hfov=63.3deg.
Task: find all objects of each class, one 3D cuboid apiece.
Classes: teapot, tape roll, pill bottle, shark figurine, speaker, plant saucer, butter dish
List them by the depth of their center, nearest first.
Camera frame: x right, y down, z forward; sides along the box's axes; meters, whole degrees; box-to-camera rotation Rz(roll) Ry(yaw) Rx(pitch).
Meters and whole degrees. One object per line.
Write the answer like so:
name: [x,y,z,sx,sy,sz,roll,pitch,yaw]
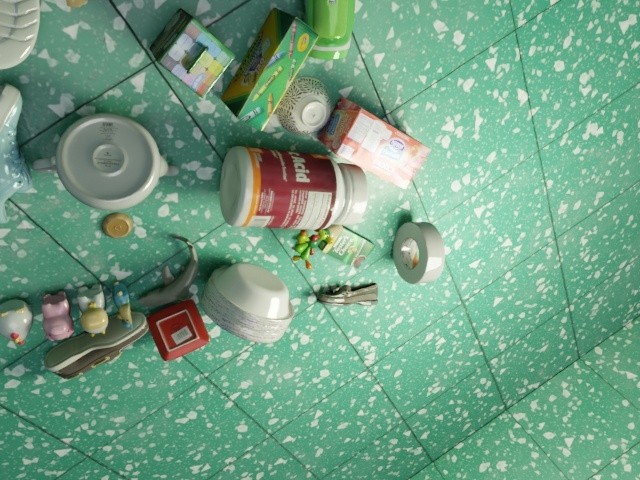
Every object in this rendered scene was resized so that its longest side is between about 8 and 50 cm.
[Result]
teapot: [-0.527,-0.186,1.293,0.256,0.187,0.252,44,75,-13]
speaker: [0.022,-0.621,1.312,0.131,0.131,0.296,-11,124,-20]
plant saucer: [-0.572,-0.038,1.462,0.084,0.015,0.083,-12,124,-18]
pill bottle: [-0.074,-0.145,1.505,0.393,0.224,0.224,1,119,-27]
shark figurine: [-0.416,0.119,1.579,0.166,0.116,0.278,22,110,-36]
butter dish: [-0.453,0.289,1.672,0.160,0.118,0.159,-23,83,-12]
tape roll: [0.343,0.043,1.829,0.072,0.219,0.219,-2,121,-24]

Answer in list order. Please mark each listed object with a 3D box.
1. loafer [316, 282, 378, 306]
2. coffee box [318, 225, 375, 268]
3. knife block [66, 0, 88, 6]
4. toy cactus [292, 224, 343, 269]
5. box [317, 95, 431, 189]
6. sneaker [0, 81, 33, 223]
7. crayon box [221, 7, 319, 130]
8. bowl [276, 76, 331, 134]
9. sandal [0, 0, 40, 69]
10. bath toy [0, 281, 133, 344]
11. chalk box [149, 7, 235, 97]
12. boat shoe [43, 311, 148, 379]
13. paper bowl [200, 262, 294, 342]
loafer: [0.102,0.192,1.903,0.268,0.096,0.084,5,98,-36]
coffee box: [0.093,0.020,1.806,0.184,0.040,0.113,28,104,-36]
knife block: [-0.507,-0.660,1.053,0.276,0.088,0.242,-44,128,5]
toy cactus: [0.000,0.000,1.669,0.181,0.112,0.219,-28,166,-26]
box: [0.165,-0.294,1.577,0.300,0.142,0.154,19,110,-34]
sneaker: [-0.745,-0.192,1.220,0.150,0.135,0.366,16,121,-41]
crayon box: [-0.135,-0.438,1.325,0.081,0.165,0.278,24,107,-35]
bowl: [-0.032,-0.369,1.474,0.170,0.080,0.170,-13,125,-20]
sandal: [-0.679,-0.560,1.034,0.169,0.102,0.415,-18,114,-33]
bath toy: [-0.722,0.221,1.468,0.349,0.151,0.128,-8,116,-19]
chalk box: [-0.298,-0.435,1.216,0.132,0.213,0.132,-48,128,8]
boat shoe: [-0.668,0.324,1.586,0.325,0.116,0.096,-26,132,-4]
paper bowl: [-0.212,0.175,1.602,0.284,0.284,0.148,19,107,-34]
